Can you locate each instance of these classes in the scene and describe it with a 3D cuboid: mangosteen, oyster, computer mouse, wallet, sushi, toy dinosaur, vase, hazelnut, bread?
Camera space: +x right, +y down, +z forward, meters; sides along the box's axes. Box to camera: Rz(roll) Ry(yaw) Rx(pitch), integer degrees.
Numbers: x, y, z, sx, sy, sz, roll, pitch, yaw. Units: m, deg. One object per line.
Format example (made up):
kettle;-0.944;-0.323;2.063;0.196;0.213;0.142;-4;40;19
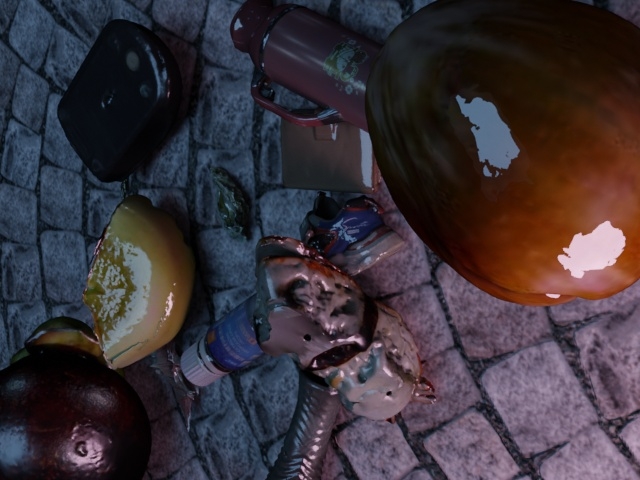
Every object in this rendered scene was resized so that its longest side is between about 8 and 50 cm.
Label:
mangosteen;-0.425;0.310;1.685;0.330;0.330;0.329;9;104;38
oyster;-0.135;-0.051;1.551;0.098;0.037;0.100;42;145;47
computer mouse;-0.297;-0.222;1.596;0.269;0.100;0.170;-43;73;38
wallet;0.014;-0.124;1.407;0.153;0.039;0.117;9;106;34
sushi;0.020;0.123;1.329;0.124;0.332;0.129;-28;40;34
toy dinosaur;-0.235;0.202;1.673;0.108;0.032;0.220;-12;88;41
vase;-0.023;0.297;1.483;0.115;0.115;0.237;29;113;31
hazelnut;0.211;-0.101;1.064;0.372;0.372;0.315;23;75;34
bread;-0.267;0.073;1.607;0.156;0.158;0.260;23;97;16

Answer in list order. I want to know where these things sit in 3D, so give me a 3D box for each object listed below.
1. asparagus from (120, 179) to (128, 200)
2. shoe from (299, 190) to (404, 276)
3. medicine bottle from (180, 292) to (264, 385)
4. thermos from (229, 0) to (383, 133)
asparagus;-0.328;-0.147;1.693;0.016;0.016;0.162;-3;98;13
shoe;0.001;0.000;1.397;0.228;0.099;0.125;-22;93;34
medicine bottle;-0.130;0.152;1.548;0.203;0.083;0.083;-37;76;39
thermos;0.003;-0.219;1.348;0.330;0.110;0.136;33;115;30
